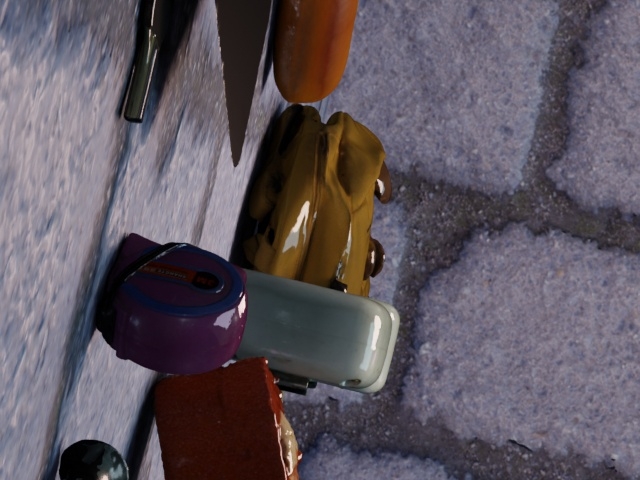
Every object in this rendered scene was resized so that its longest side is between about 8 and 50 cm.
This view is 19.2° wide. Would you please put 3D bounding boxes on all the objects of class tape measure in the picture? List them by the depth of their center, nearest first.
[{"bbox_3d":[-0.116,0.051,1.523,0.125,0.118,0.074,-66,169,-54],"label":"tape measure"},{"bbox_3d":[-0.041,0.107,2.177,0.246,0.243,0.125,22,80,-80],"label":"tape measure"}]

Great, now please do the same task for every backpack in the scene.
[{"bbox_3d":[-0.006,0.001,2.662,0.378,0.201,0.353,-78,176,-59],"label":"backpack"}]

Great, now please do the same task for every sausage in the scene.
[{"bbox_3d":[-0.005,-0.281,2.330,0.274,0.105,0.105,101,3,-49],"label":"sausage"}]

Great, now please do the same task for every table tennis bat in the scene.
[{"bbox_3d":[-0.122,-0.164,1.400,0.095,0.014,0.158,94,8,-80],"label":"table tennis bat"}]

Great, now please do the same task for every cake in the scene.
[{"bbox_3d":[-0.087,0.264,1.985,0.177,0.151,0.282,114,-33,-80],"label":"cake"}]

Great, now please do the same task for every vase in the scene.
[{"bbox_3d":[-0.189,0.214,1.417,0.167,0.059,0.059,-71,174,-64],"label":"vase"}]

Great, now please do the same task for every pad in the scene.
[{"bbox_3d":[-0.086,-0.283,1.540,0.375,0.063,0.315,88,10,-49],"label":"pad"}]

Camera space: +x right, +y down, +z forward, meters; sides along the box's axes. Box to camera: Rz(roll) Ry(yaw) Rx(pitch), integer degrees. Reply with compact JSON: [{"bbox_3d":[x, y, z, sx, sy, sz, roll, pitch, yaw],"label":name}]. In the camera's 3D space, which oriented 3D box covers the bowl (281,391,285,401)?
[{"bbox_3d":[-0.119,0.259,2.513,0.211,0.112,0.211,14,90,-88],"label":"bowl"}]
